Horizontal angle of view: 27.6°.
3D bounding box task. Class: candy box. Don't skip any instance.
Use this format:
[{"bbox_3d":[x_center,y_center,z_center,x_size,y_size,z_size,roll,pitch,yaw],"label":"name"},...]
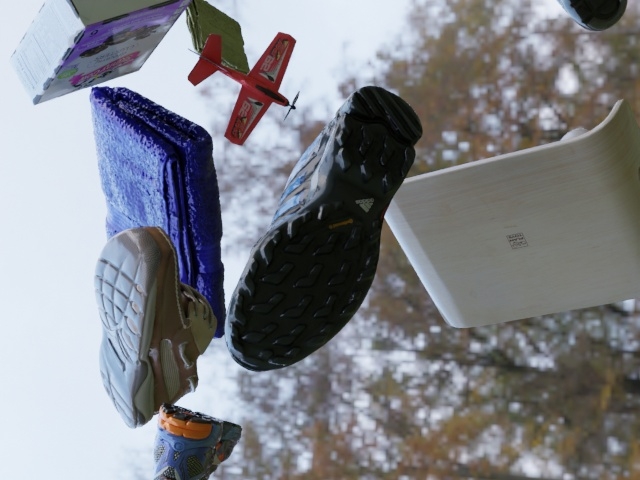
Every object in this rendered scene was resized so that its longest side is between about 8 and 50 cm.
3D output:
[{"bbox_3d":[-0.262,-0.255,1.559,0.165,0.196,0.070,-26,-97,-36],"label":"candy box"}]

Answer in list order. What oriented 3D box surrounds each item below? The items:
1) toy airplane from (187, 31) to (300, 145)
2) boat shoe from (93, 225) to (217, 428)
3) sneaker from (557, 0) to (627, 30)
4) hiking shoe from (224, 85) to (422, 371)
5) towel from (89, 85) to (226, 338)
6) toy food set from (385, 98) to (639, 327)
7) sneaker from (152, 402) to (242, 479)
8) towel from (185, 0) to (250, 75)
[{"bbox_3d":[-0.096,-0.194,1.578,0.028,0.151,0.151,-145,50,-77],"label":"toy airplane"},{"bbox_3d":[-0.184,0.089,1.482,0.116,0.123,0.324,-20,-30,-24],"label":"boat shoe"},{"bbox_3d":[0.284,-0.375,1.640,0.267,0.101,0.106,52,180,-30],"label":"sneaker"},{"bbox_3d":[0.000,0.000,1.244,0.304,0.113,0.132,-59,8,-21],"label":"hiking shoe"},{"bbox_3d":[-0.220,-0.031,1.695,0.076,0.228,0.308,-29,-48,-36],"label":"towel"},{"bbox_3d":[0.224,-0.027,1.437,0.220,0.306,0.092,59,-147,-30],"label":"toy food set"},{"bbox_3d":[-0.140,0.221,1.361,0.221,0.083,0.087,55,-128,-78],"label":"sneaker"},{"bbox_3d":[-0.165,-0.321,2.056,0.148,0.027,0.110,19,-126,-57],"label":"towel"}]
